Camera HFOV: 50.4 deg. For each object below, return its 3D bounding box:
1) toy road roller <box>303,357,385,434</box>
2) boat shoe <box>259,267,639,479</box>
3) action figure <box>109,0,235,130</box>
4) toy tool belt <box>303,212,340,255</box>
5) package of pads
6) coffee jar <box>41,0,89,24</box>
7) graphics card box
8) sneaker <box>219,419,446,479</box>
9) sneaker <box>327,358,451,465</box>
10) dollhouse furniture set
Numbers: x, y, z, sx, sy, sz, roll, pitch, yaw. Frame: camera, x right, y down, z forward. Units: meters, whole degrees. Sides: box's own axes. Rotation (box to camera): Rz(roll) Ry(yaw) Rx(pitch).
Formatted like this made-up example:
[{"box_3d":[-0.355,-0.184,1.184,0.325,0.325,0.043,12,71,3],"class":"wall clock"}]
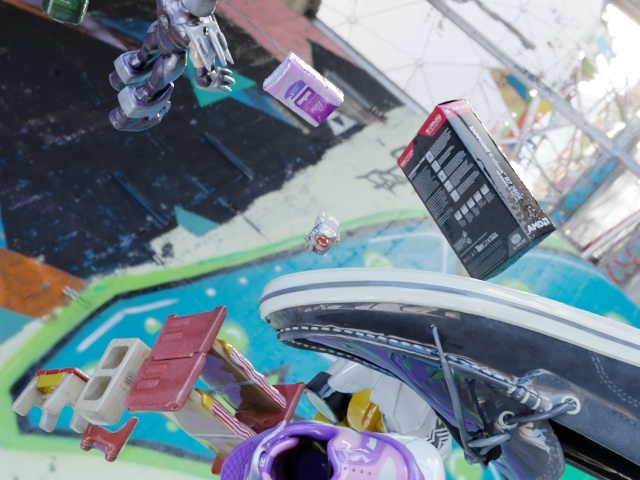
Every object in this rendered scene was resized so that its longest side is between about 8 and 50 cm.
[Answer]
[{"box_3d":[0.128,0.342,1.306,0.202,0.241,0.329,-41,-37,-23],"class":"toy road roller"},{"box_3d":[0.176,0.142,0.614,0.187,0.501,0.155,94,-166,-74],"class":"boat shoe"},{"box_3d":[-0.189,-0.251,0.861,0.099,0.185,0.285,-14,-10,-38],"class":"action figure"},{"box_3d":[0.000,0.000,1.027,0.051,0.052,0.083,-54,9,36],"class":"toy tool belt"},{"box_3d":[-0.020,-0.173,0.785,0.050,0.083,0.032,-39,32,31],"class":"package of pads"},{"box_3d":[-0.457,-0.502,1.259,0.096,0.079,0.184,-104,34,-57],"class":"coffee jar"},{"box_3d":[0.342,-0.109,1.556,0.094,0.370,0.232,-19,-20,-30],"class":"graphics card box"},{"box_3d":[-0.020,0.181,0.533,0.236,0.105,0.095,-18,57,48],"class":"sneaker"},{"box_3d":[0.110,0.223,1.021,0.137,0.210,0.365,-74,1,-52],"class":"sneaker"},{"box_3d":[-0.241,0.230,1.004,0.374,0.201,0.152,-11,42,35],"class":"dollhouse furniture set"}]
